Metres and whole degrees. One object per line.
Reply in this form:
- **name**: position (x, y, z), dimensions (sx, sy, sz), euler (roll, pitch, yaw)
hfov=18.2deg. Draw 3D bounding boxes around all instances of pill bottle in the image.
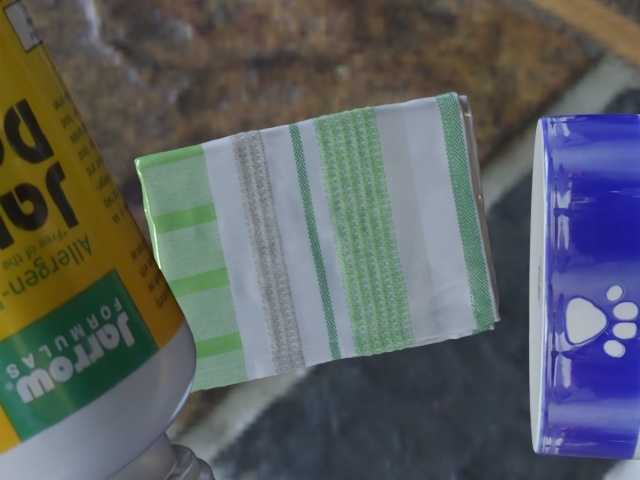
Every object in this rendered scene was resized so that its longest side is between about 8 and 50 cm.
- **pill bottle**: position (-0.107, 0.015, 0.565), dimensions (0.117, 0.117, 0.208), euler (-30, 101, -19)

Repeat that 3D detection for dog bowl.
- **dog bowl**: position (0.216, 0.035, 1.528), dimensions (0.104, 0.265, 0.265), euler (1, 54, 4)

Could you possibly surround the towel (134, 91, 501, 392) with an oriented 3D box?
- **towel**: position (0.000, 0.000, 0.895), dimensions (0.152, 0.113, 0.023), euler (-11, 13, -8)
